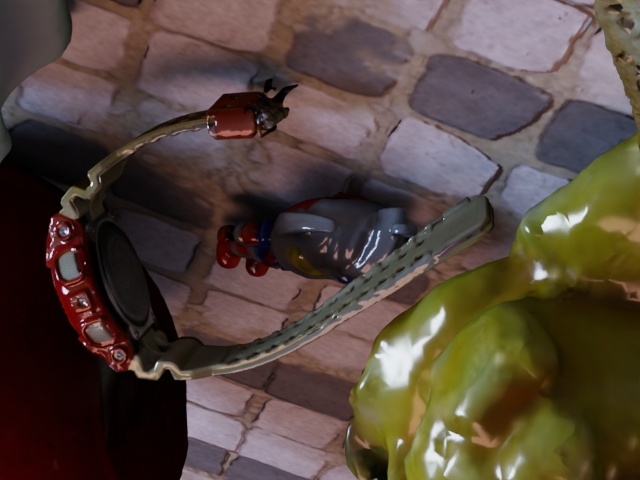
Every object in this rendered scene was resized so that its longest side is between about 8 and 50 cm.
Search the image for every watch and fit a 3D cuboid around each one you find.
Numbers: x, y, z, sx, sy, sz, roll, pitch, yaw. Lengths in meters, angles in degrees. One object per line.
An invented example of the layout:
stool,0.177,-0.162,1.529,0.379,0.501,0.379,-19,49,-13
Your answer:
watch,-0.043,-0.013,1.150,0.268,0.102,0.165,-29,98,17

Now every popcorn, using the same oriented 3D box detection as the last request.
popcorn,0.195,0.114,1.123,0.325,0.290,0.321,-3,155,-23

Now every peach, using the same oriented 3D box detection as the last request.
peach,-0.258,0.108,1.311,0.310,0.335,0.406,-3,138,32

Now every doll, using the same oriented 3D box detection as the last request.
doll,-0.001,0.000,1.258,0.104,0.062,0.194,37,154,-29

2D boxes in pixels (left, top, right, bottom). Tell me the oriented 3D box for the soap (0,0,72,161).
soap,-0.288,-0.175,1.013,0.261,0.156,0.446,15,153,6

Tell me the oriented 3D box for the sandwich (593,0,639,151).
sandwich,0.283,-0.072,0.884,0.273,0.095,0.249,11,153,28
